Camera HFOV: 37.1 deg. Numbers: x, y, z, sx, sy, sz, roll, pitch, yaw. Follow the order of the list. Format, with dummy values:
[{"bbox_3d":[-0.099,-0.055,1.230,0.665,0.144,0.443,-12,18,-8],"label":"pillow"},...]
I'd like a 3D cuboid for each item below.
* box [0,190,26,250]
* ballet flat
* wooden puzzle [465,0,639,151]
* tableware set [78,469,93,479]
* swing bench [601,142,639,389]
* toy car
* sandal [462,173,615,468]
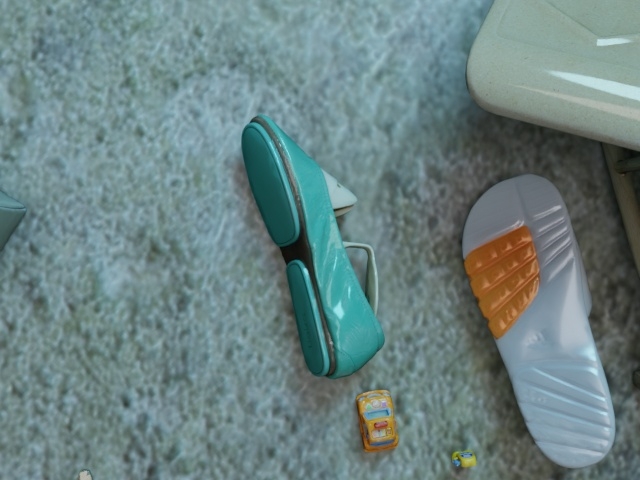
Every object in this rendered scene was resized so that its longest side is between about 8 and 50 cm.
[{"bbox_3d":[-0.405,0.063,0.815,0.148,0.121,0.311,34,88,-2],"label":"box"},{"bbox_3d":[0.000,0.000,0.871,0.087,0.083,0.247,-17,91,-28],"label":"ballet flat"},{"bbox_3d":[0.317,-0.186,0.782,0.322,0.080,0.348,17,57,15],"label":"wooden puzzle"},{"bbox_3d":[-0.243,0.318,0.863,0.128,0.039,0.194,-18,90,-3],"label":"tableware set"},{"bbox_3d":[0.414,0.007,0.844,0.253,0.165,0.254,-8,89,-5],"label":"swing bench"},{"bbox_3d":[0.091,0.175,0.884,0.122,0.040,0.060,9,89,-3],"label":"toy car"},{"bbox_3d":[0.201,0.074,0.873,0.102,0.076,0.265,-15,78,18],"label":"sandal"}]
